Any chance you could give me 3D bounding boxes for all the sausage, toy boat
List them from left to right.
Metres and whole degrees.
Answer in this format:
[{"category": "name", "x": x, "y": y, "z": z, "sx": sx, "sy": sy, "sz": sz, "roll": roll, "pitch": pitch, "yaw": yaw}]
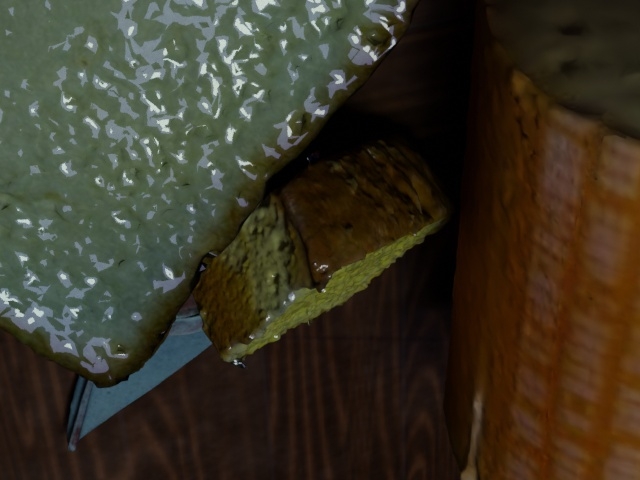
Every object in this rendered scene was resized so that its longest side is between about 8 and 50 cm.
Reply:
[{"category": "toy boat", "x": -0.101, "y": 0.065, "z": 0.895, "sx": 0.096, "sy": 0.034, "sz": 0.122, "roll": 2, "pitch": 139, "yaw": -24}, {"category": "sausage", "x": 0.180, "y": -0.005, "z": 0.803, "sx": 0.233, "sy": 0.233, "sz": 0.287, "roll": -11, "pitch": 136, "yaw": -13}]

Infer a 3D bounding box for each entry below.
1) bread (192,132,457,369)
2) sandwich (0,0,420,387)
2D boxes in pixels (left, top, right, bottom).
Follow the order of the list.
[{"category": "bread", "x": 0.000, "y": 0.000, "z": 0.788, "sx": 0.103, "sy": 0.065, "sz": 0.187, "roll": -34, "pitch": 179, "yaw": 26}, {"category": "sandwich", "x": -0.102, "y": -0.101, "z": 0.636, "sx": 0.249, "sy": 0.095, "sz": 0.273, "roll": 32, "pitch": 114, "yaw": -18}]
